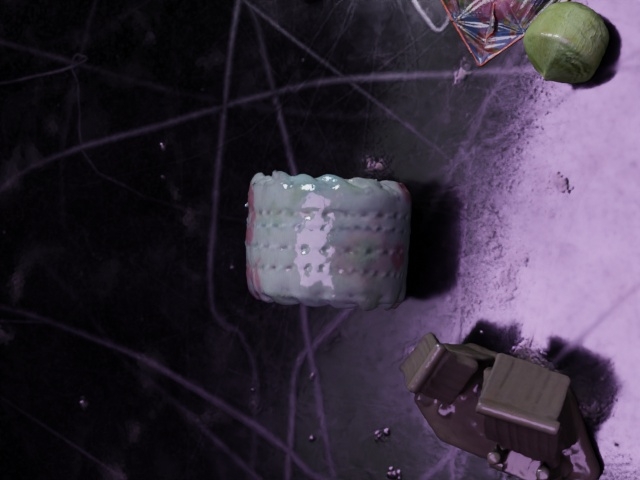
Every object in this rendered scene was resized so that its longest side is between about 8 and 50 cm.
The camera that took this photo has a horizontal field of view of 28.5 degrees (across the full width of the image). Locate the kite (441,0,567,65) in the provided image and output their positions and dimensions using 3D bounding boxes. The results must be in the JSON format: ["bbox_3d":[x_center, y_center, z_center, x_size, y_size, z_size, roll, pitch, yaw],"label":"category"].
[{"bbox_3d":[0.198,-0.275,1.421,0.190,0.010,0.159,14,97,23],"label":"kite"}]

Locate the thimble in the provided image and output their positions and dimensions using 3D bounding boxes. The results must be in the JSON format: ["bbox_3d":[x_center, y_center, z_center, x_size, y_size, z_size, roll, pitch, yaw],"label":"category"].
[{"bbox_3d":[0.000,0.000,1.426,0.211,0.185,0.149,4,91,39],"label":"thimble"}]

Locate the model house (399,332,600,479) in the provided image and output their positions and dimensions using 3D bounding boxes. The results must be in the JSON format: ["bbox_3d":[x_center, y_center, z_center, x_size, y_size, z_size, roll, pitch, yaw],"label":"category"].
[{"bbox_3d":[0.191,0.181,1.354,0.229,0.188,0.122,23,85,22],"label":"model house"}]

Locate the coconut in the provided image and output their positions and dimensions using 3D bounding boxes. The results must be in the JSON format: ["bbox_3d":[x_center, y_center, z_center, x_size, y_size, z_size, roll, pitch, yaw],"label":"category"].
[{"bbox_3d":[0.262,-0.209,1.353,0.087,0.088,0.096,28,74,22],"label":"coconut"}]
